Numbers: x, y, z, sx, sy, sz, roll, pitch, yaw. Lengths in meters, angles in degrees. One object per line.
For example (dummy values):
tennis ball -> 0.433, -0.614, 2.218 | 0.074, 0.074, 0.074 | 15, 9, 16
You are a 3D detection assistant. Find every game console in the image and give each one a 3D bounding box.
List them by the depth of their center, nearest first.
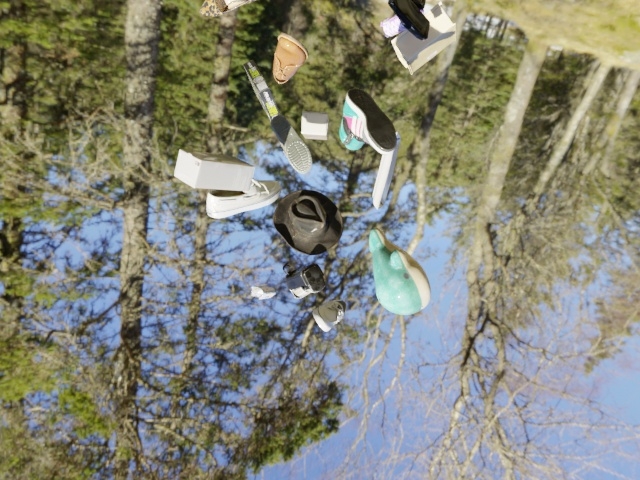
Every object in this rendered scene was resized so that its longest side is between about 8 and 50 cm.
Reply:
game console -> 0.377, -0.993, 1.903 | 0.213, 0.044, 0.361 | 33, -126, -30

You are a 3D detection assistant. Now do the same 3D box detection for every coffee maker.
coffee maker -> -0.080, 0.165, 2.045 | 0.171, 0.178, 0.120 | 41, -121, -11

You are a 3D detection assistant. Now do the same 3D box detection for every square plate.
square plate -> 0.304, -0.322, 2.141 | 0.049, 0.344, 0.347 | 15, -170, 10

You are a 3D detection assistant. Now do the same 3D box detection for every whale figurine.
whale figurine -> 0.201, 0.095, 1.349 | 0.141, 0.216, 0.272 | -28, -117, -10

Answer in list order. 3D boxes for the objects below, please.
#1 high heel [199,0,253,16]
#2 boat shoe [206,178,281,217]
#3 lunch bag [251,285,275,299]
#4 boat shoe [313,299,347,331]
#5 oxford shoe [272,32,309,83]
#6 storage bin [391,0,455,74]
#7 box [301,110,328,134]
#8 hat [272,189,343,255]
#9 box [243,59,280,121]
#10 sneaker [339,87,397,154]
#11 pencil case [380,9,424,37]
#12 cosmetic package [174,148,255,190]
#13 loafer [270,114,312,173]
high heel -> -0.372, -1.016, 1.951 | 0.261, 0.093, 0.186 | -41, -140, -26
boat shoe -> -0.322, -0.226, 1.982 | 0.367, 0.156, 0.136 | -21, -133, -32
lunch bag -> -0.242, 0.221, 1.970 | 0.083, 0.053, 0.071 | 4, -177, 43
boat shoe -> 0.048, 0.277, 1.782 | 0.096, 0.088, 0.267 | 55, -168, 11
oxford shoe -> -0.077, -0.417, 1.085 | 0.076, 0.076, 0.212 | 29, 179, -5
storage bin -> 0.492, -0.936, 2.181 | 0.123, 0.262, 0.260 | 56, -164, 5
box -> -0.027, -0.649, 2.635 | 0.148, 0.121, 0.311 | 5, -172, 3
hat -> -0.045, -0.109, 2.059 | 0.331, 0.134, 0.331 | 3, -113, -7
box -> -0.295, -0.755, 2.360 | 0.060, 0.216, 0.270 | -27, -125, -2
sneaker -> 0.155, -0.371, 1.631 | 0.123, 0.178, 0.296 | -13, -120, -20
pencil case -> 0.362, -0.979, 2.053 | 0.088, 0.086, 0.206 | 17, 170, -33
cosmetic package -> -0.354, -0.235, 1.566 | 0.127, 0.107, 0.238 | 30, -157, 36
loafer -> -0.110, -0.383, 1.852 | 0.094, 0.251, 0.087 | -27, -174, 1
